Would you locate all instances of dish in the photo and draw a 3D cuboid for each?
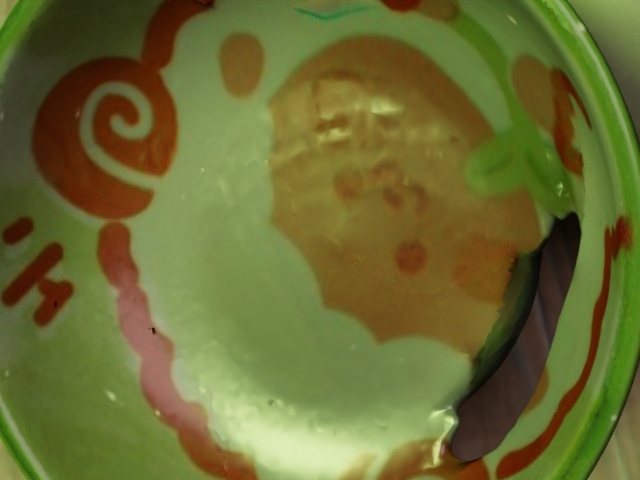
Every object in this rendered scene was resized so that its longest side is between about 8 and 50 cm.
[{"bbox_3d":[0.000,0.000,0.676,0.324,0.124,0.324,2,95,24],"label":"dish"}]

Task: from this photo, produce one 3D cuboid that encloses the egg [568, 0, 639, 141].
[{"bbox_3d":[0.150,-0.110,0.723,0.186,0.186,0.253,-35,65,-16],"label":"egg"}]
